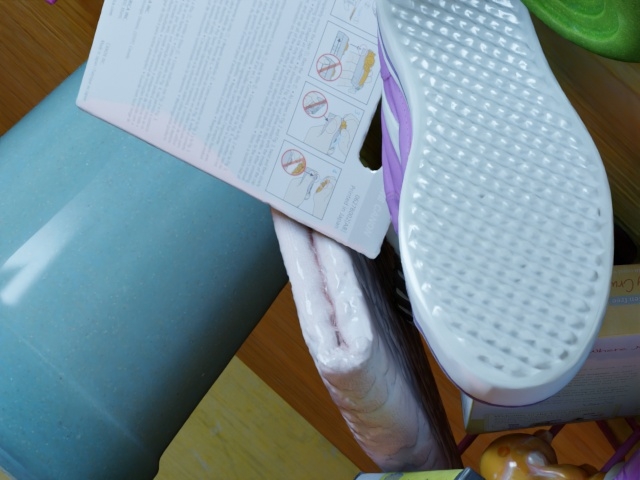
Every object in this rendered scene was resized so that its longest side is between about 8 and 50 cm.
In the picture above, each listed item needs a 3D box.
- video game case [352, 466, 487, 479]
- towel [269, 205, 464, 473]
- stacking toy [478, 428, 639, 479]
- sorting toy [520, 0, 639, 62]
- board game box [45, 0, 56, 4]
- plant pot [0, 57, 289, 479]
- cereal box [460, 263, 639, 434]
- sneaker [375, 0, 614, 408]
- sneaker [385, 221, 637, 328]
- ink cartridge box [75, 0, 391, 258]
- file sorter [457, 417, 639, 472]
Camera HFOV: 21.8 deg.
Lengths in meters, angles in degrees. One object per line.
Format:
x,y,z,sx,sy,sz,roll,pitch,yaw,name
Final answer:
0.153,0.242,1.076,0.275,0.035,0.248,39,165,-5,video game case
0.021,0.029,1.212,0.332,0.053,0.317,58,-167,-57,towel
0.233,0.190,1.062,0.302,0.175,0.166,16,155,32,stacking toy
0.111,-0.081,0.764,0.365,0.126,0.127,38,168,16,sorting toy
-0.200,-0.264,1.299,0.390,0.050,0.390,34,166,34,board game box
-0.195,0.032,1.414,0.341,0.334,0.341,40,170,9,plant pot
0.176,0.068,1.022,0.240,0.173,0.047,85,180,-71,cereal box
0.084,-0.008,0.857,0.161,0.102,0.282,90,177,-50,sneaker
0.137,0.028,1.136,0.162,0.106,0.281,25,171,17,sneaker
-0.028,-0.118,1.026,0.225,0.181,0.056,26,-153,10,ink cartridge box
0.253,0.248,1.335,0.291,0.182,0.202,29,163,51,file sorter
